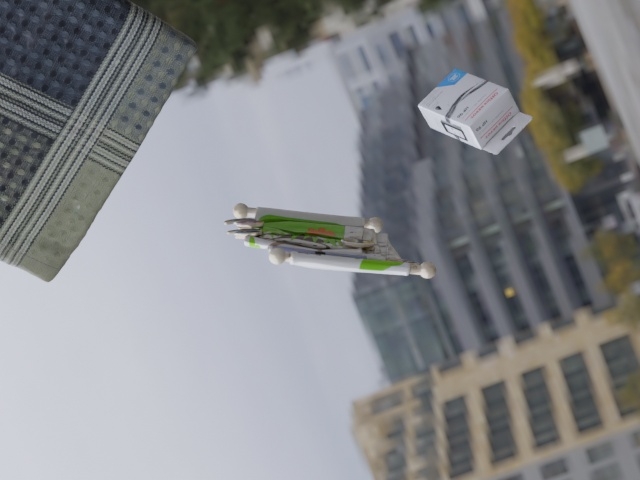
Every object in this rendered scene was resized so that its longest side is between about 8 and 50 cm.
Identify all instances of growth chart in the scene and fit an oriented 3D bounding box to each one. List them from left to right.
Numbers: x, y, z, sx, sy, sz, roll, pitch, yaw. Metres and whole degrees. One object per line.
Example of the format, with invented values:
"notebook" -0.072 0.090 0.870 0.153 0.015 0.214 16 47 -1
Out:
"growth chart" 0.000 0.000 1.653 0.237 0.172 0.021 -128 44 -75

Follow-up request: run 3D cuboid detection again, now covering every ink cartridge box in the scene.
"ink cartridge box" 0.126 -0.105 1.429 0.083 0.048 0.028 28 158 47

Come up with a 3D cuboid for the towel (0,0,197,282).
"towel" -0.333 -0.143 1.795 0.312 0.324 0.056 26 -162 -25
